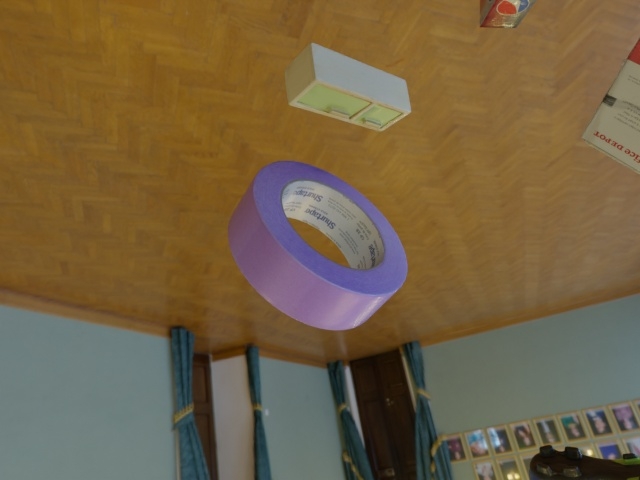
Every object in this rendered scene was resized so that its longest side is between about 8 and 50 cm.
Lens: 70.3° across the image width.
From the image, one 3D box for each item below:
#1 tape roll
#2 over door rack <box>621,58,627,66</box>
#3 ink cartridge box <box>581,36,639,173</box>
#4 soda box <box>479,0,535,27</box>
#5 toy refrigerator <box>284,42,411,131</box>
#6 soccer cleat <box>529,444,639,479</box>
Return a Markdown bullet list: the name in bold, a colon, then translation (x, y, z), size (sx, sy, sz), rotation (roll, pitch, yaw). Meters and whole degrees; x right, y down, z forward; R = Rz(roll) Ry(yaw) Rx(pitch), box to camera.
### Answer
- **tape roll**: translation (0.000, 0.000, 0.708), size (0.274, 0.275, 0.090), rotation (9, 132, -37)
- **over door rack**: translation (0.738, -0.324, 0.813), size (0.108, 0.240, 0.324), rotation (13, 155, -31)
- **ink cartridge box**: translation (0.366, -0.148, 0.486), size (0.056, 0.099, 0.135), rotation (-33, 150, -23)
- **soda box**: translation (0.413, -0.548, 0.935), size (0.092, 0.083, 0.263), rotation (3, 174, 0)
- **toy refrigerator**: translation (0.064, -0.319, 0.984), size (0.269, 0.094, 0.102), rotation (4, 162, -38)
- **soccer cleat**: translation (0.487, 0.406, 0.716), size (0.289, 0.121, 0.093), rotation (-6, -165, 37)
